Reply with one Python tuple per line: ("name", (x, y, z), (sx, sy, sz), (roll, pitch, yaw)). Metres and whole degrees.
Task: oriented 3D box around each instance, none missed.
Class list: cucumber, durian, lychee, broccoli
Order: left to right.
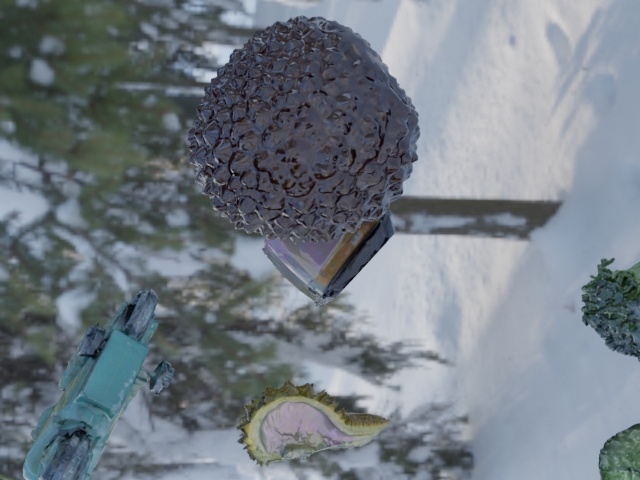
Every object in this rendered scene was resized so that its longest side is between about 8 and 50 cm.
("lychee", (-0.020, -0.141, 1.275), (0.306, 0.330, 0.306), (39, 146, 33))
("durian", (-0.011, 0.260, 1.410), (0.078, 0.224, 0.140), (-98, 8, -67))
("cucumber", (0.513, 0.350, 1.400), (0.191, 0.191, 0.130), (-109, 9, -66))
("broccoli", (0.520, 0.063, 1.383), (0.275, 0.198, 0.177), (-47, 1, 15))

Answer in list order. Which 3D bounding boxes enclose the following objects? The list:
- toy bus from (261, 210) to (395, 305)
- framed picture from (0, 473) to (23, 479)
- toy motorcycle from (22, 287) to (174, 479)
("toy bus", (0.000, 0.000, 1.611), (0.171, 0.162, 0.386), (-48, -2, -6))
("framed picture", (-0.470, 0.319, 1.254), (0.216, 0.273, 0.016), (94, -167, -59))
("toy motorcycle", (-0.267, 0.194, 1.131), (0.198, 0.109, 0.296), (-43, 21, 48))
